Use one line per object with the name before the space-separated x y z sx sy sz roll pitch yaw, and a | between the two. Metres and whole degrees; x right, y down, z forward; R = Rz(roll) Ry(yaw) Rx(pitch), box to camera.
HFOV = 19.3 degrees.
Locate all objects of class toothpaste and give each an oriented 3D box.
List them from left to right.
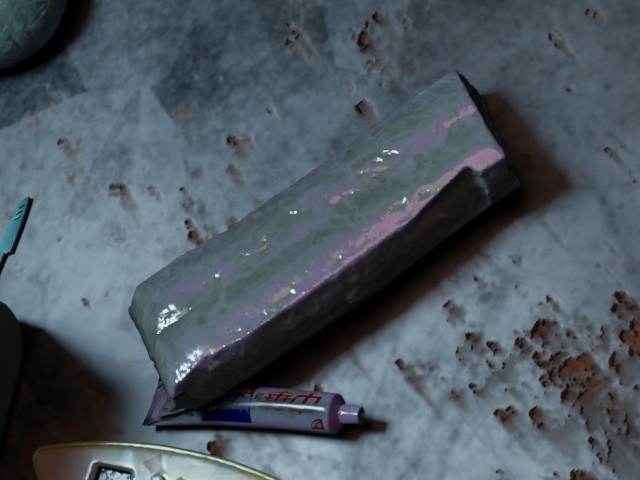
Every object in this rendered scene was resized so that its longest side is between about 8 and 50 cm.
toothpaste | -0.046 0.115 1.308 0.170 0.028 0.045 2 61 29

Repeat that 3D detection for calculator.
calculator | -0.106 0.220 1.287 0.237 0.033 0.157 9 71 24

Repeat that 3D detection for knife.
knife | -0.244 0.007 1.455 0.014 0.005 0.091 13 73 29

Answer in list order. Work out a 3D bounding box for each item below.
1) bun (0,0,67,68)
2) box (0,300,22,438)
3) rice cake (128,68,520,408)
bun | -0.269 -0.207 1.515 0.141 0.083 0.140 -8 66 17
box | -0.450 0.059 1.326 0.344 0.352 0.177 5 70 28
rice cake | 0.002 0.000 1.309 0.298 0.050 0.106 -34 47 4
